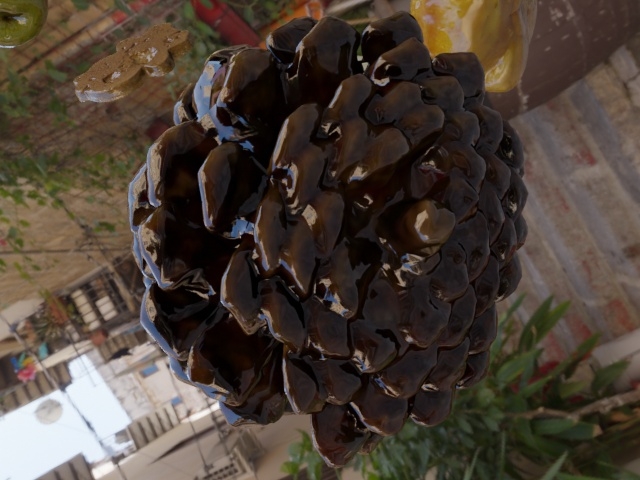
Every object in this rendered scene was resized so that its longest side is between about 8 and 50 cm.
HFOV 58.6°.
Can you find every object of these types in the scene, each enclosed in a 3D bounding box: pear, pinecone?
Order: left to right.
[{"bbox_3d":[-0.825,-0.622,1.410,0.294,0.294,0.294,59,-170,-17],"label":"pear"},{"bbox_3d":[0.000,0.000,0.561,0.398,0.397,0.398,59,-170,-17],"label":"pinecone"}]

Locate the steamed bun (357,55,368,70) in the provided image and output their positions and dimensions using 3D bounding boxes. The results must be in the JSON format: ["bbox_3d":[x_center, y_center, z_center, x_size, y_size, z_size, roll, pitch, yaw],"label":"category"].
[{"bbox_3d":[-0.002,-0.188,1.086,0.333,0.312,0.233,23,145,37],"label":"steamed bun"}]

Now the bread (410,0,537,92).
[{"bbox_3d":[0.307,-0.502,1.144,0.394,0.250,0.361,-63,-26,-43],"label":"bread"}]

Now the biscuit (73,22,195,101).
[{"bbox_3d":[-0.365,-0.344,1.120,0.184,0.249,0.035,31,155,37],"label":"biscuit"}]
